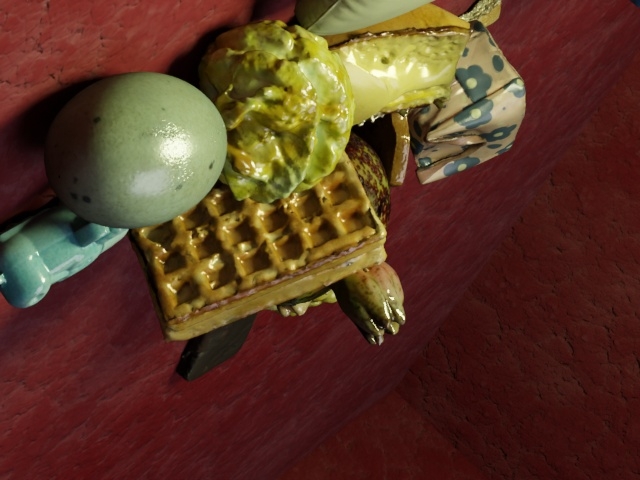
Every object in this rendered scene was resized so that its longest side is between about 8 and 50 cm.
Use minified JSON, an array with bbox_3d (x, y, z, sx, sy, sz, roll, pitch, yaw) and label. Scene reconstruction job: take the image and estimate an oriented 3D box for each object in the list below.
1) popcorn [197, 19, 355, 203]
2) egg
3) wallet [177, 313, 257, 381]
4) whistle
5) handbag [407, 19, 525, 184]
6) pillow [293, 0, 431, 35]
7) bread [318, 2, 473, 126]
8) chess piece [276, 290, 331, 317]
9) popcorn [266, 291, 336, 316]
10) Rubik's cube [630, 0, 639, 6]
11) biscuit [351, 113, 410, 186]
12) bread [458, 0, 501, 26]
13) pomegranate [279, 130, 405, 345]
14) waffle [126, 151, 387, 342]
[{"bbox_3d":[-0.058,-0.158,1.790,0.204,0.184,0.221,-7,127,-4],"label":"popcorn"},{"bbox_3d":[-0.198,-0.099,1.615,0.169,0.169,0.236,-54,163,25],"label":"egg"},{"bbox_3d":[-0.154,0.132,2.604,0.165,0.042,0.309,-36,162,-42],"label":"wallet"},{"bbox_3d":[-0.295,-0.008,1.749,0.186,0.093,0.274,-24,-171,47],"label":"whistle"},{"bbox_3d":[0.216,-0.217,2.461,0.193,0.190,0.251,-26,162,-11],"label":"handbag"},{"bbox_3d":[0.132,-0.365,1.800,0.322,0.120,0.255,-26,170,-36],"label":"pillow"},{"bbox_3d":[0.061,-0.253,1.975,0.262,0.163,0.204,-14,156,-18],"label":"bread"},{"bbox_3d":[0.004,0.056,2.249,0.172,0.060,0.060,-38,165,-1],"label":"chess piece"},{"bbox_3d":[-0.030,0.015,2.385,0.233,0.192,0.266,-19,-170,40],"label":"popcorn"},{"bbox_3d":[0.535,-0.543,2.175,0.346,0.344,0.347,-49,164,4],"label":"Rubik's cube"},{"bbox_3d":[0.084,-0.184,2.187,0.034,0.215,0.182,-4,179,-24],"label":"biscuit"},{"bbox_3d":[0.263,-0.372,2.468,0.083,0.035,0.070,-39,164,-5],"label":"bread"},{"bbox_3d":[0.000,0.000,2.094,0.285,0.341,0.285,-39,165,-13],"label":"pomegranate"},{"bbox_3d":[-0.092,-0.016,1.900,0.308,0.213,0.091,-22,153,-6],"label":"waffle"}]
